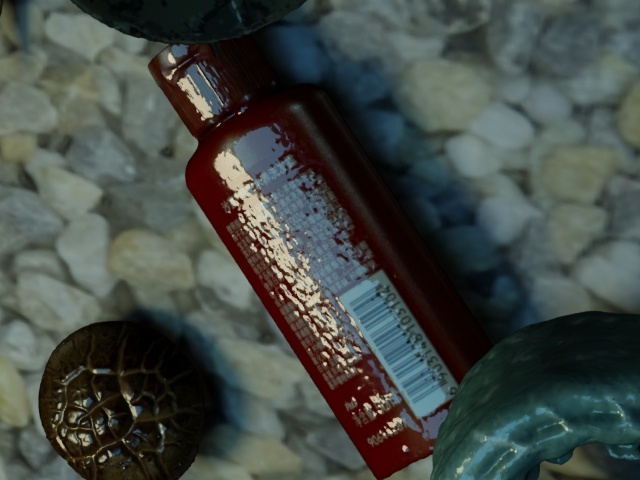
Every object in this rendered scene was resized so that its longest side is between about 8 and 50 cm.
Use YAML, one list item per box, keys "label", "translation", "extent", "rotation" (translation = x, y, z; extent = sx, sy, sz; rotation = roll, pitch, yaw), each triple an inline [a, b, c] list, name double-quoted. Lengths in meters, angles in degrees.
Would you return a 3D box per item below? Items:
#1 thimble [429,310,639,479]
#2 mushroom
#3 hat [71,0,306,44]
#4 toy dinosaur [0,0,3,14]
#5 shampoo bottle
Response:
- label: "thimble"
  translation: [0.182, 0.151, 1.167]
  extent: [0.235, 0.143, 0.198]
  rotation: [13, 109, 2]
- label: "mushroom"
  translation: [-0.140, 0.118, 1.387]
  extent: [0.126, 0.085, 0.109]
  rotation: [32, 116, 10]
- label: "hat"
  translation: [-0.085, -0.250, 1.200]
  extent: [0.128, 0.265, 0.265]
  rotation: [30, 120, 50]
- label: "toy dinosaur"
  translation: [-0.247, -0.230, 1.363]
  extent: [0.101, 0.055, 0.279]
  rotation: [-1, 103, 18]
- label: "shampoo bottle"
  translation: [0.001, 0.000, 1.285]
  extent: [0.118, 0.076, 0.314]
  rotation: [-35, 87, 30]
